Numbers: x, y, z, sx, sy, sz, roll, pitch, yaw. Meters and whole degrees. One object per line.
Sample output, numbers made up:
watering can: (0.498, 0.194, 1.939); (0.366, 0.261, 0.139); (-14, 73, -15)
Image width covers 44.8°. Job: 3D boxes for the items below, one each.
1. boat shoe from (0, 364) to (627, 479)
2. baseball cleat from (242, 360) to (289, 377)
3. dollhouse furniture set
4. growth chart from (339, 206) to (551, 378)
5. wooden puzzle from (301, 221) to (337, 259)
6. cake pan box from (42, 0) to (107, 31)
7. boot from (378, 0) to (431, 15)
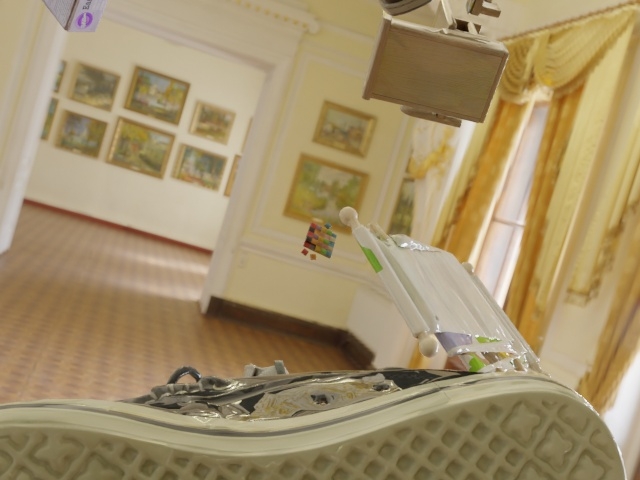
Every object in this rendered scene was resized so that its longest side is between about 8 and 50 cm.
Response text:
boat shoe: (-0.066, 0.173, 0.484); (0.499, 0.187, 0.156); (-6, -4, -12)
baseball cleat: (-0.084, 0.225, 0.978); (0.072, 0.206, 0.110); (16, 44, -28)
dollhouse furniture set: (0.148, -0.271, 1.067); (0.160, 0.212, 0.242); (12, 32, -4)
growth chart: (0.123, 0.061, 0.697); (0.237, 0.021, 0.172); (20, 35, -49)
wooden puzzle: (0.000, 0.000, 1.274); (0.049, 0.083, 0.006); (25, -37, -11)
cake pan box: (-0.414, -0.512, 1.269); (0.070, 0.267, 0.246); (-12, 54, -49)
boot: (0.054, -0.335, 0.720); (0.085, 0.237, 0.179); (-17, -46, 25)
